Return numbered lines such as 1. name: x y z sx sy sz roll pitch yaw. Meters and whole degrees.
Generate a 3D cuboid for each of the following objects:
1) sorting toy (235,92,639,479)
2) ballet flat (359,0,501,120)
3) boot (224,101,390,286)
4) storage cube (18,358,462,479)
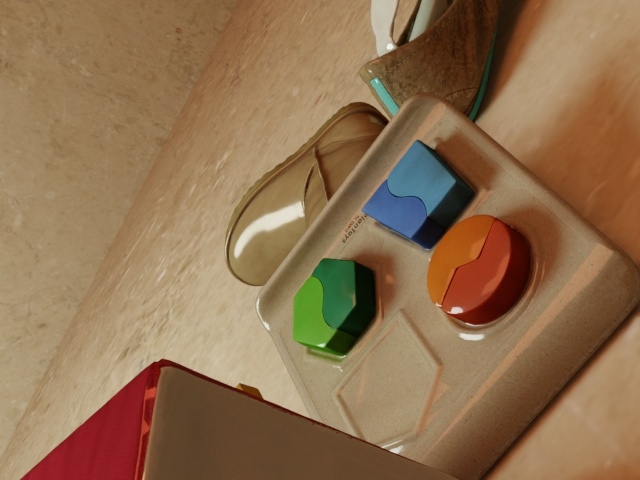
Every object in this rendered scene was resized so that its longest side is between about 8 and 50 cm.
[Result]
1. sorting toy: 0.024 0.070 0.558 0.307 0.041 0.229 -52 39 14
2. ballet flat: 0.115 -0.244 0.811 0.116 0.124 0.342 -25 37 56
3. boot: 0.000 0.000 0.771 0.236 0.089 0.269 -52 21 16
4. storage cube: -0.056 0.199 0.404 0.193 0.215 0.183 -40 33 38
